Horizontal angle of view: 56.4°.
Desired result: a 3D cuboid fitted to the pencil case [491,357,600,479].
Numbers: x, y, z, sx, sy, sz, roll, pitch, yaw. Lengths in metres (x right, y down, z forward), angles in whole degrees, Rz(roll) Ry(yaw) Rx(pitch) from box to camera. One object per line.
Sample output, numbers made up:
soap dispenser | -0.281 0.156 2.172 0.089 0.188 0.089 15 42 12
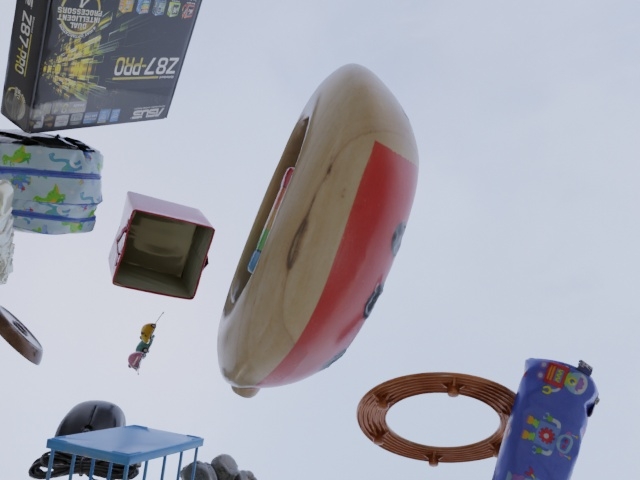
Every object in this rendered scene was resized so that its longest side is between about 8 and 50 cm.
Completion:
pencil case | 0.374 0.348 1.003 0.133 0.119 0.306 18 -107 16

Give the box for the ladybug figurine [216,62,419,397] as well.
ladybug figurine | 0.000 0.000 0.779 0.162 0.305 0.449 22 -86 -13

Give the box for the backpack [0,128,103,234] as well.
backpack | -0.624 -0.128 1.256 0.356 0.290 0.273 -10 -96 20

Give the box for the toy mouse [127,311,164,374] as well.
toy mouse | -0.425 0.261 1.405 0.031 0.161 0.143 22 -61 -6

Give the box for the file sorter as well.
file sorter | -0.249 0.303 0.759 0.118 0.170 0.104 4 -99 20

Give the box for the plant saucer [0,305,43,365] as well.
plant saucer | -0.635 0.190 1.243 0.168 0.168 0.029 47 -108 -3

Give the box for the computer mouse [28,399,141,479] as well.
computer mouse | -0.441 0.373 1.164 0.189 0.272 0.072 6 -84 -15

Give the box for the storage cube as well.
storage cube | -0.380 0.010 1.410 0.215 0.193 0.183 14 -79 -26

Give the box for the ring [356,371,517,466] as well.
ring | 0.236 0.361 1.159 0.337 0.032 0.336 4 -45 4

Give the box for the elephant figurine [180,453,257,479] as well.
elephant figurine | -0.204 0.463 0.928 0.239 0.186 0.169 -43 -114 16

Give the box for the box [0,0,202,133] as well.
box | -0.446 -0.399 1.247 0.097 0.395 0.318 36 -62 16

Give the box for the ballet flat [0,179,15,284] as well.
ballet flat | -0.558 -0.100 0.907 0.147 0.147 0.408 -13 -63 9
